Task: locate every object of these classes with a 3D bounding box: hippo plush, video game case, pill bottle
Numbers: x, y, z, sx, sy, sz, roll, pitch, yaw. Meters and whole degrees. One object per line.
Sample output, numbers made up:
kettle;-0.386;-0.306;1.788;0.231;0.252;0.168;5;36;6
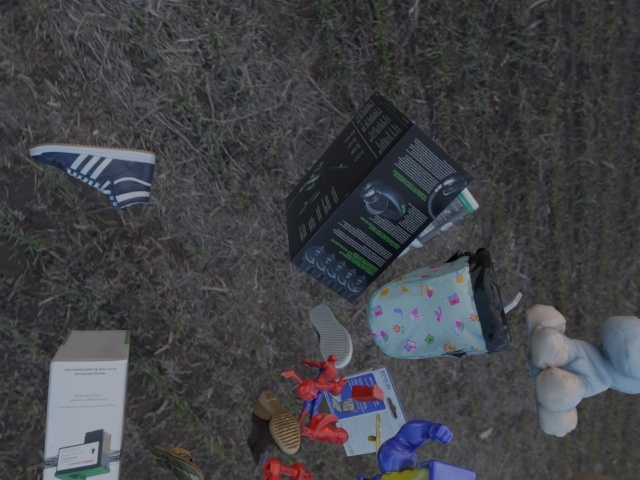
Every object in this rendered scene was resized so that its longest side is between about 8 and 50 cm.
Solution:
hippo plush;0.544;0.268;0.944;0.236;0.234;0.294;-6;129;20
video game case;0.614;0.243;1.643;0.157;0.019;0.143;-47;164;27
pill bottle;0.387;-0.103;1.809;0.361;0.204;0.204;-36;131;18

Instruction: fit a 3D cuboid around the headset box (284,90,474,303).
headset box;0.066;-0.073;0.786;0.131;0.246;0.283;36;107;-21

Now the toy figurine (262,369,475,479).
toy figurine;0.064;0.305;0.479;0.191;0.363;0.217;34;141;-31

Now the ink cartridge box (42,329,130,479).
ink cartridge box;-0.320;0.250;0.665;0.092;0.160;0.220;4;93;-21

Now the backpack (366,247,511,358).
backpack;0.155;0.095;0.663;0.181;0.152;0.115;-13;171;20

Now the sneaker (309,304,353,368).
sneaker;0.053;0.385;1.835;0.126;0.321;0.128;-24;124;-1

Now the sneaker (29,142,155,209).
sneaker;-0.553;-0.152;1.171;0.281;0.099;0.153;2;95;-14

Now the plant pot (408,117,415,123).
plant pot;0.167;-0.223;1.486;0.211;0.236;0.236;1;161;-6

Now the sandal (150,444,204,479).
sandal;-0.342;0.535;1.167;0.049;0.180;0.072;-28;118;-48

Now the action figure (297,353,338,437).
action figure;-0.038;0.487;1.569;0.092;0.139;0.280;55;49;-26

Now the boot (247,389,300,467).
boot;-0.144;0.596;1.426;0.090;0.248;0.207;5;111;-29

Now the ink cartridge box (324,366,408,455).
ink cartridge box;0.186;0.652;1.842;0.307;0.304;0.072;-23;174;27

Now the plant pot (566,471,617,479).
plant pot;0.724;0.714;1.243;0.257;0.256;0.274;-53;162;7
